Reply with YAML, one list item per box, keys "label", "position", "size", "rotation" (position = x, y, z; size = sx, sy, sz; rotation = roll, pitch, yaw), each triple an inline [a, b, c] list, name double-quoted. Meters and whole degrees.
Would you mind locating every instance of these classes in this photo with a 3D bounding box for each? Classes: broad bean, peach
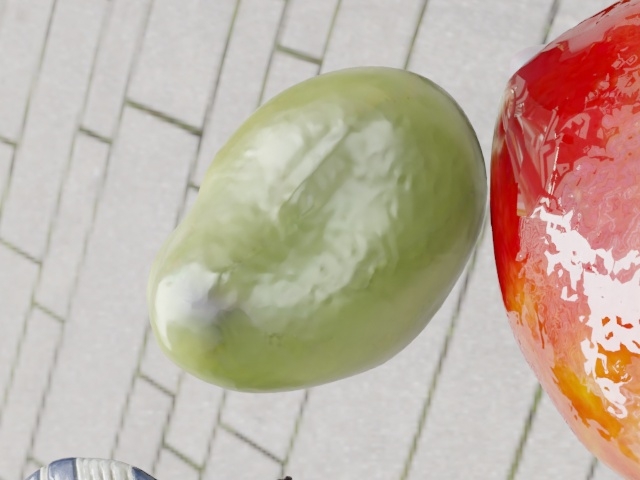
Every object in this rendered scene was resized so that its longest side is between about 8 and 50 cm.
- label: "broad bean"
  position: [0.000, 0.000, 1.004]
  size: [0.263, 0.121, 0.189]
  rotation: [-44, 95, 8]
- label: "peach"
  position: [0.244, 0.010, 0.827]
  size: [0.281, 0.281, 0.338]
  rotation: [-53, 46, 25]

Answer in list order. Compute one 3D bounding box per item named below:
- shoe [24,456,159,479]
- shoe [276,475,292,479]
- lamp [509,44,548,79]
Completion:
- label: "shoe"
  position: [-0.115, 0.174, 0.739]
  size: [0.207, 0.106, 0.091]
  rotation: [-42, 49, 45]
- label: "shoe"
  position: [-0.091, 0.271, 0.943]
  size: [0.114, 0.137, 0.291]
  rotation: [35, 77, 21]
- label: "lamp"
  position: [0.392, -0.146, 1.842]
  size: [0.247, 0.301, 0.247]
  rotation: [-99, 12, -76]
